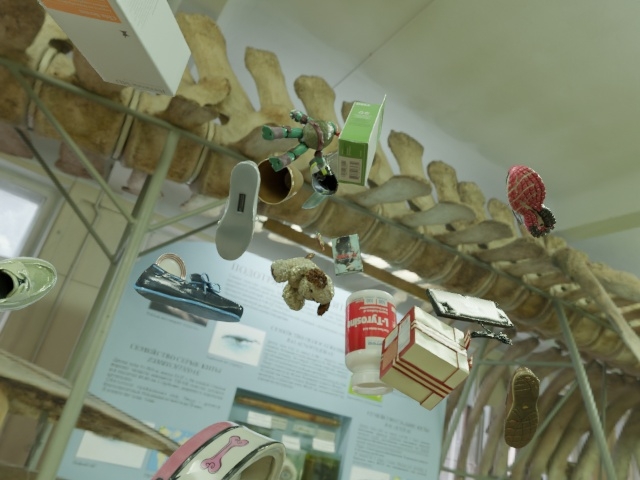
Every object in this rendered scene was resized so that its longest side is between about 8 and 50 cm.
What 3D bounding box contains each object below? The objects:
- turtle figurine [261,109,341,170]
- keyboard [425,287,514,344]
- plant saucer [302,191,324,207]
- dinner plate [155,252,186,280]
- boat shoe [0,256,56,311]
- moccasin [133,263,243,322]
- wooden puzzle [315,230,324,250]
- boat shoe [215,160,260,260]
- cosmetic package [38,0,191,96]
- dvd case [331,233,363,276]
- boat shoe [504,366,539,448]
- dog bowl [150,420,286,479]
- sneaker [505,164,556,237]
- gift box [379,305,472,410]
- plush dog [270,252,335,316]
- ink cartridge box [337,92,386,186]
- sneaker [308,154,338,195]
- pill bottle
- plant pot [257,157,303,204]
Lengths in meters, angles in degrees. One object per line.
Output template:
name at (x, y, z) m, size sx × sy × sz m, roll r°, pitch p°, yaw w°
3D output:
turtle figurine at (-0.033, -0.270, 1.208) m, size 0.234 × 0.175 × 0.118 m, roll -25°, pitch 1°, yaw -33°
keyboard at (0.488, 0.247, 1.460) m, size 0.317 × 0.201 × 0.033 m, roll 13°, pitch -57°, yaw -25°
plant saucer at (0.004, -0.191, 1.956) m, size 0.037 × 0.195 × 0.195 m, roll 49°, pitch -25°, yaw 2°
dinner plate at (-0.557, 0.116, 1.706) m, size 0.017 × 0.141 × 0.141 m, roll -11°, pitch -32°, yaw 36°
boat shoe at (-0.626, 0.093, 0.903) m, size 0.094 × 0.109 × 0.302 m, roll -8°, pitch 4°, yaw 13°
moccasin at (-0.382, 0.143, 1.363) m, size 0.342 × 0.116 × 0.137 m, roll 18°, pitch -29°, yaw 6°
wooden puzzle at (0.000, 0.000, 1.812) m, size 0.006 × 0.049 × 0.083 m, roll -20°, pitch -71°, yaw 18°
boat shoe at (-0.291, -0.113, 1.675) m, size 0.136 × 0.367 × 0.156 m, roll 11°, pitch 16°, yaw -1°
cosmetic package at (-0.518, -0.568, 1.154) m, size 0.230 × 0.161 × 0.453 m, roll 13°, pitch -13°, yaw 5°
dvd case at (0.082, 0.045, 1.418) m, size 0.087 × 0.119 × 0.013 m, roll -11°, pitch -14°, yaw 16°
boat shoe at (0.433, 0.359, 0.996) m, size 0.064 × 0.177 × 0.060 m, roll 7°, pitch 9°, yaw 12°
dog bowl at (-0.268, 0.612, 1.083) m, size 0.150 × 0.408 × 0.408 m, roll 28°, pitch -15°, yaw 25°
sneaker at (0.671, -0.131, 1.525) m, size 0.121 × 0.112 × 0.299 m, roll -32°, pitch -53°, yaw 9°
gift box at (0.390, 0.410, 1.675) m, size 0.258 × 0.276 × 0.255 m, roll 32°, pitch -57°, yaw -5°
plush dog at (-0.035, 0.160, 1.743) m, size 0.225 × 0.211 × 0.262 m, roll 32°, pitch -28°, yaw 39°
ink cartridge box at (0.089, -0.223, 0.987) m, size 0.062 × 0.209 × 0.109 m, roll 11°, pitch -44°, yaw 10°
sneaker at (0.017, -0.185, 1.510) m, size 0.084 × 0.097 × 0.234 m, roll -30°, pitch -24°, yaw 3°
pill bottle at (0.218, 0.435, 1.974) m, size 0.229 × 0.407 × 0.229 m, roll 2°, pitch -35°, yaw 1°
plant pot at (-0.199, -0.319, 2.484) m, size 0.237 × 0.237 × 0.254 m, roll 3°, pitch 9°, yaw 24°
